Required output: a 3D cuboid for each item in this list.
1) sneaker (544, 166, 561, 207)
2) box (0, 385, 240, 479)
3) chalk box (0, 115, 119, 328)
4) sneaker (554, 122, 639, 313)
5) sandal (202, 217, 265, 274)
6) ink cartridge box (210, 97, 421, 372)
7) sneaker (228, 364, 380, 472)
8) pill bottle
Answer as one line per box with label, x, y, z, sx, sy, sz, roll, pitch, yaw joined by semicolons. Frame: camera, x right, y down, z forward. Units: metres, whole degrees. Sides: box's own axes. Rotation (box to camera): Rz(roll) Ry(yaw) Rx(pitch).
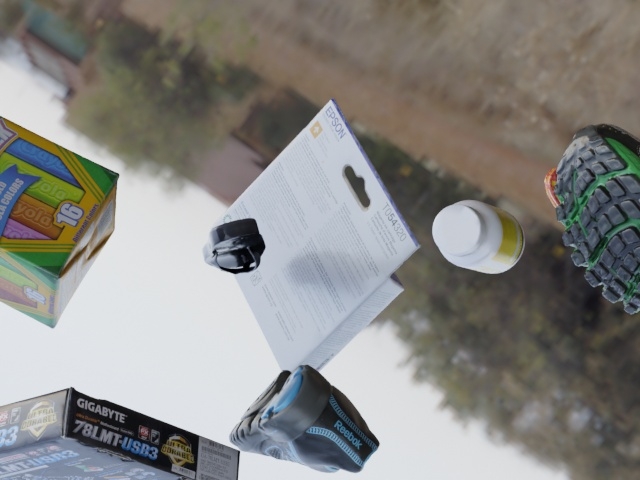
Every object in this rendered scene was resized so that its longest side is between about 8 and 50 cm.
sneaker;0.299;-0.017;1.585;0.175;0.064;0.067;34;168;-13
box;-0.303;0.277;1.893;0.293;0.295;0.073;30;-128;-42
chalk box;-0.439;-0.046;2.044;0.289;0.179;0.180;25;153;3
sneaker;0.351;0.016;1.376;0.343;0.146;0.134;42;148;-12
sandal;-0.130;0.020;2.298;0.254;0.097;0.054;82;172;-81
ink cartridge box;0.000;0.000;2.429;0.071;0.330;0.324;15;-141;-48
sneaker;-0.024;0.248;1.956;0.140;0.125;0.341;39;169;-4
pill bottle;0.148;-0.004;1.448;0.065;0.065;0.116;38;-170;22
